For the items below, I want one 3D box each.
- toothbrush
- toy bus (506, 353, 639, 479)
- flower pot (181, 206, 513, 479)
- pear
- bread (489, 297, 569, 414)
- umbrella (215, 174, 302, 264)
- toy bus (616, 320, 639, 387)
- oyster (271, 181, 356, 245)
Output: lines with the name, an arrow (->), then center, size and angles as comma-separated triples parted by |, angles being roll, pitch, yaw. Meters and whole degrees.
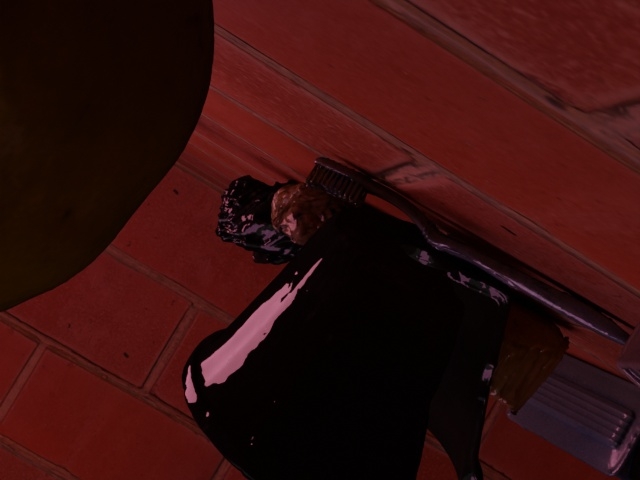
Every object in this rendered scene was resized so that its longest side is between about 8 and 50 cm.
toothbrush -> 0.169, 0.017, 1.109 | 0.413, 0.042, 0.035 | 28, 176, 7
toy bus -> 0.484, 0.313, 1.737 | 0.190, 0.152, 0.312 | 31, 177, -25
flower pot -> 0.054, 0.115, 1.149 | 0.379, 0.251, 0.379 | 21, -160, -8
pear -> -0.195, -0.117, 0.451 | 0.287, 0.287, 0.375 | 33, -169, -32
bread -> 0.217, 0.131, 1.421 | 0.239, 0.139, 0.240 | 27, -176, -2
umbrella -> 0.001, -0.011, 1.641 | 0.336, 0.154, 0.128 | 14, -147, 9
toy bus -> 0.271, 0.077, 0.590 | 0.138, 0.097, 0.342 | 37, 179, 9
oyster -> 0.048, -0.018, 1.425 | 0.294, 0.094, 0.166 | 17, -172, 18
